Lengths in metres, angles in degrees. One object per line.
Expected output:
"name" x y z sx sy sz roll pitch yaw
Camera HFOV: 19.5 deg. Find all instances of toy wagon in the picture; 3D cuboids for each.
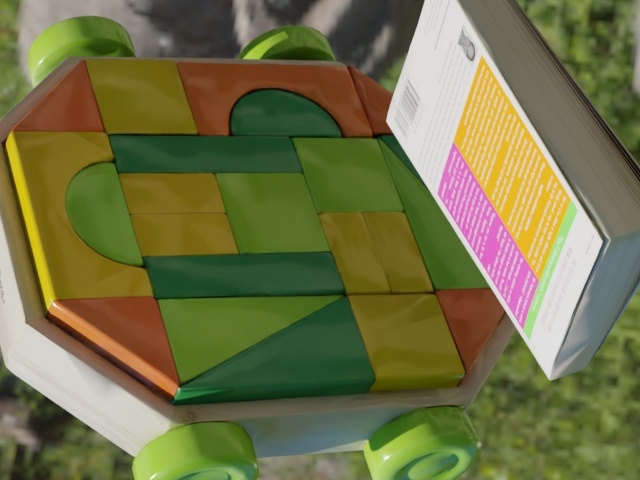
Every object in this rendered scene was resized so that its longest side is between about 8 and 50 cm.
"toy wagon" 0.000 0.000 0.945 0.344 0.267 0.068 -2 144 -26

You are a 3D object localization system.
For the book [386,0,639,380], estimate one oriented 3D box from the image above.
"book" 0.075 -0.028 0.744 0.035 0.144 0.096 -15 147 -25
